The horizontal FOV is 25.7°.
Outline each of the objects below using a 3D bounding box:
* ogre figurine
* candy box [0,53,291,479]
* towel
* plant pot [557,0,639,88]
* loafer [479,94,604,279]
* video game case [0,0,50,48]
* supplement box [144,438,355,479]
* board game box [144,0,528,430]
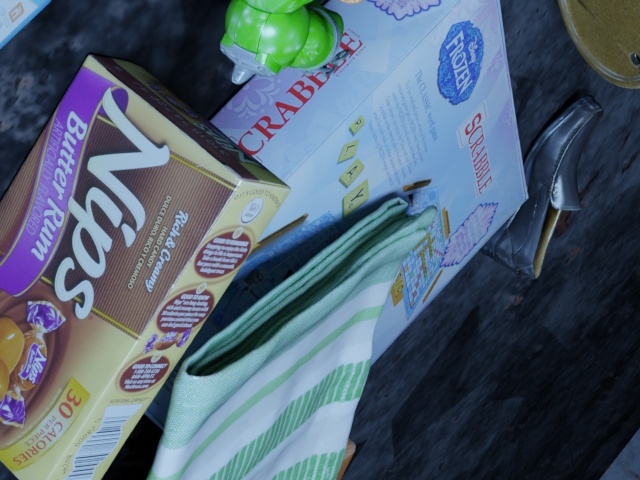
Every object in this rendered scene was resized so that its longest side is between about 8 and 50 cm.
[{"bbox_3d":[-0.003,-0.151,0.658,0.197,0.097,0.118,-51,180,42],"label":"ogre figurine"},{"bbox_3d":[-0.110,0.018,0.683,0.186,0.109,0.053,-56,156,14],"label":"candy box"},{"bbox_3d":[-0.038,0.144,0.859,0.248,0.038,0.324,-37,153,-49],"label":"towel"},{"bbox_3d":[0.301,-0.204,0.990,0.254,0.237,0.237,-25,149,-19],"label":"plant pot"},{"bbox_3d":[0.203,-0.045,1.212,0.062,0.061,0.170,-13,136,-53],"label":"loafer"},{"bbox_3d":[-0.170,-0.073,0.524,0.166,0.015,0.119,-49,164,-19],"label":"video game case"},{"bbox_3d":[-0.082,0.204,1.052,0.233,0.078,0.080,-27,150,-42],"label":"supplement box"},{"bbox_3d":[0.000,0.000,0.909,0.318,0.066,0.318,-46,156,-10],"label":"board game box"}]
